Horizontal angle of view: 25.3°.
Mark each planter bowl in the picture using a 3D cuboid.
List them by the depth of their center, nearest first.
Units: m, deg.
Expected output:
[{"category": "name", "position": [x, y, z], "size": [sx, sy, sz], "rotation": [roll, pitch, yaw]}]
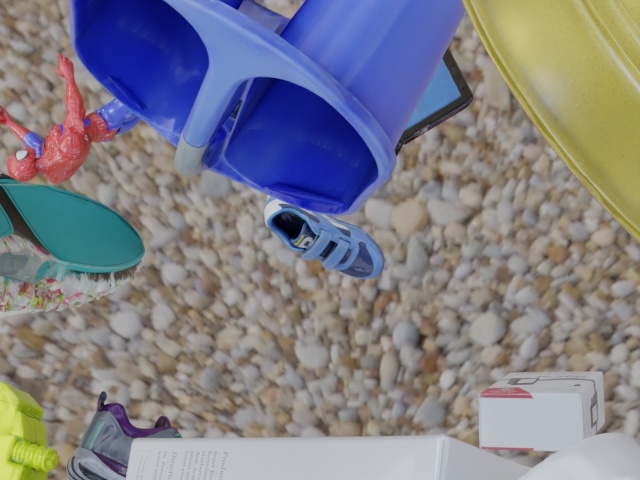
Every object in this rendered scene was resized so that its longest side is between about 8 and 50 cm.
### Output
[{"category": "planter bowl", "position": [0.155, -0.086, 0.563], "size": [0.090, 0.217, 0.217], "rotation": [-40, 78, 31]}]

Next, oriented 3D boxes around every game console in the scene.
[{"category": "game console", "position": [0.055, -0.146, 1.305], "size": [0.124, 0.144, 0.085], "rotation": [21, 115, -19]}]

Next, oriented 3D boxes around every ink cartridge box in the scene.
[{"category": "ink cartridge box", "position": [0.239, 0.181, 1.526], "size": [0.109, 0.150, 0.063], "rotation": [-2, 93, 20]}]

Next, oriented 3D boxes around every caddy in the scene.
[{"category": "caddy", "position": [-0.049, -0.123, 0.978], "size": [0.241, 0.341, 0.179], "rotation": [32, 78, -2]}]

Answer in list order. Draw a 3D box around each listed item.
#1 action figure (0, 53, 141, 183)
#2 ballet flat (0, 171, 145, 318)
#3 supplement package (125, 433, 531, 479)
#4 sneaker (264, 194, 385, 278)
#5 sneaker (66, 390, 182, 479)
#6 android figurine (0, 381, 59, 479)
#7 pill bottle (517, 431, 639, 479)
[{"category": "action figure", "position": [-0.247, -0.157, 1.534], "size": [0.139, 0.091, 0.280], "rotation": [47, 52, 5]}, {"category": "ballet flat", "position": [-0.189, 0.009, 0.790], "size": [0.077, 0.241, 0.091], "rotation": [-42, 71, 16]}, {"category": "supplement package", "position": [0.012, 0.240, 1.004], "size": [0.293, 0.175, 0.177], "rotation": [-7, 68, 41]}, {"category": "sneaker", "position": [0.000, 0.000, 1.474], "size": [0.144, 0.059, 0.053], "rotation": [33, 117, -5]}, {"category": "sneaker", "position": [-0.136, 0.231, 1.414], "size": [0.224, 0.083, 0.098], "rotation": [30, 61, -23]}, {"category": "android figurine", "position": [-0.341, 0.188, 1.204], "size": [0.273, 0.056, 0.248], "rotation": [11, 74, 26]}, {"category": "pill bottle", "position": [0.216, 0.256, 0.783], "size": [0.169, 0.169, 0.301], "rotation": [-33, 55, -5]}]
